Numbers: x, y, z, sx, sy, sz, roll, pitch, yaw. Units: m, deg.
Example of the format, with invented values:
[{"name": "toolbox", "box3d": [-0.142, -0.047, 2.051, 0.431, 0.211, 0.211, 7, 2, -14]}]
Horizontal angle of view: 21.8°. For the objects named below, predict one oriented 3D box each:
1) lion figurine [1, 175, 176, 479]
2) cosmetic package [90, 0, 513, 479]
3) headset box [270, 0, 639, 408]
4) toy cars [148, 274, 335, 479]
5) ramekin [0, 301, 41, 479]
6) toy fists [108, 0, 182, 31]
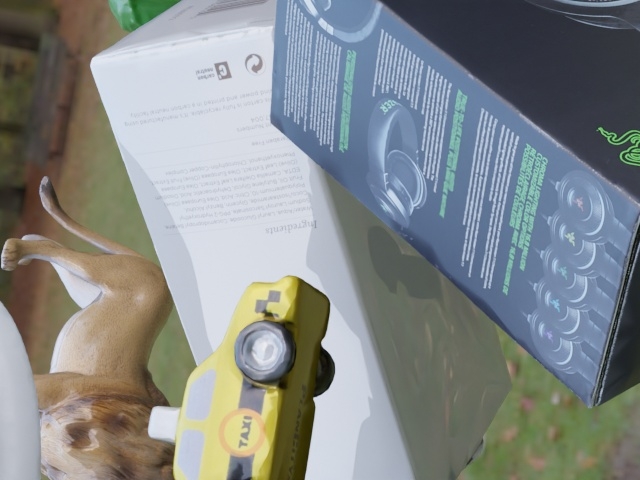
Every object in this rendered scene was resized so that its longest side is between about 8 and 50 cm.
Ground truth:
[{"name": "lion figurine", "box3d": [-0.222, 0.114, 1.689, 0.142, 0.240, 0.392, 106, 175, -58]}, {"name": "cosmetic package", "box3d": [0.000, 0.000, 1.181, 0.197, 0.155, 0.365, -45, -56, -56]}, {"name": "headset box", "box3d": [0.155, -0.075, 0.863, 0.283, 0.246, 0.131, 44, 145, 35]}, {"name": "toy cars", "box3d": [-0.045, 0.203, 1.019, 0.176, 0.087, 0.393, -59, -30, -55]}, {"name": "ramekin", "box3d": [-0.323, 0.163, 1.195, 0.277, 0.135, 0.277, -9, 78, 51]}, {"name": "toy fists", "box3d": [-0.051, -0.220, 1.489, 0.142, 0.279, 0.096, 86, -178, -67]}]
